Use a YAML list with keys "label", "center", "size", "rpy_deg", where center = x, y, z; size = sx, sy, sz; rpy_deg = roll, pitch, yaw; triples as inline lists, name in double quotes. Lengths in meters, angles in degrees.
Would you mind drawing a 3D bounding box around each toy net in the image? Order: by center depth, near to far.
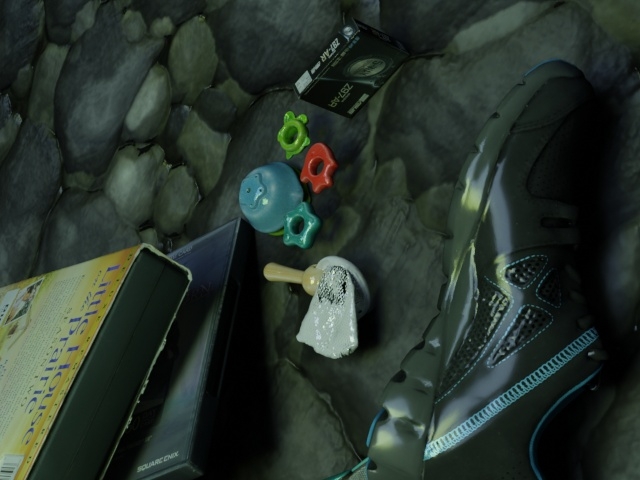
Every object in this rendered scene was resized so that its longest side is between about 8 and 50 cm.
- label: "toy net"
  center: [0.000, 0.000, 1.111]
  size: [0.122, 0.045, 0.232]
  rpy_deg: [-46, 52, 24]

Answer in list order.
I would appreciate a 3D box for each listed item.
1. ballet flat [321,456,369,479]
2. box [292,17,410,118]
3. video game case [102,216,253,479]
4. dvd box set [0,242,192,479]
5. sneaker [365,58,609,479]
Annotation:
- label: "ballet flat"
  center: [0.034, 0.195, 1.028]
  size: [0.114, 0.041, 0.041]
  rpy_deg: [-36, 55, 33]
- label: "box"
  center: [0.026, -0.148, 1.107]
  size: [0.083, 0.067, 0.018]
  rpy_deg: [-45, 50, 26]
- label: "video game case"
  center: [-0.157, 0.118, 1.161]
  size: [0.196, 0.026, 0.274]
  rpy_deg: [-26, 38, 32]
- label: "dvd box set"
  center: [-0.290, 0.169, 1.205]
  size: [0.420, 0.062, 0.307]
  rpy_deg: [-15, 48, 57]
- label: "sneaker"
  center: [0.150, 0.041, 0.919]
  size: [0.140, 0.125, 0.340]
  rpy_deg: [17, 88, 20]
